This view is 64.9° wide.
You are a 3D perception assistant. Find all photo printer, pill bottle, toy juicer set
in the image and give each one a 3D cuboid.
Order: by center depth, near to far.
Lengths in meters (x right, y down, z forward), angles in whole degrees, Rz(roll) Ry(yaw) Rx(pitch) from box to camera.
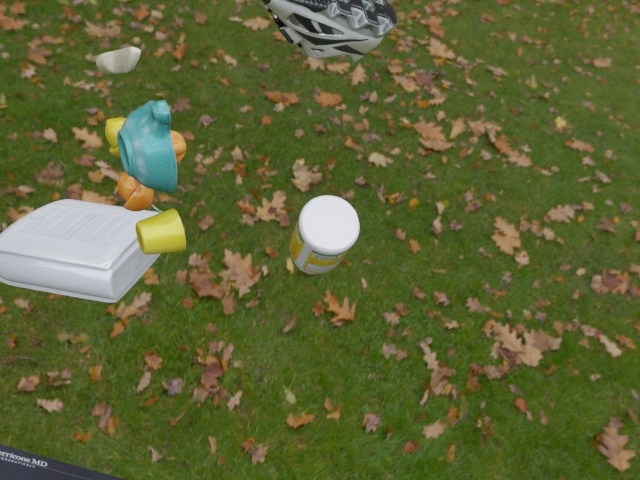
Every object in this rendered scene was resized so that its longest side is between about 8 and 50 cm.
[{"bbox_3d":[-0.258,-0.154,0.749,0.090,0.328,0.209,-16,44,-28],"label":"toy juicer set"},{"bbox_3d":[0.000,0.000,1.020,0.118,0.208,0.117,3,70,-10],"label":"pill bottle"},{"bbox_3d":[-0.525,0.011,1.090,0.308,0.107,0.256,8,32,8],"label":"photo printer"}]

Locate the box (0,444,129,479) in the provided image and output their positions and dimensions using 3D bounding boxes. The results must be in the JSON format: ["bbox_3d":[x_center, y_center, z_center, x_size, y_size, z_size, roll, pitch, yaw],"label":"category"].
[{"bbox_3d":[-0.432,0.524,0.789,0.343,0.312,0.178,29,93,-21],"label":"box"}]

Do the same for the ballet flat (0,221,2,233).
[{"bbox_3d":[-0.676,0.029,0.868,0.250,0.084,0.058,-27,79,-17],"label":"ballet flat"}]

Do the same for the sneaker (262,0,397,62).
[{"bbox_3d":[-0.034,-0.401,0.909,0.331,0.146,0.122,12,58,-27],"label":"sneaker"}]
